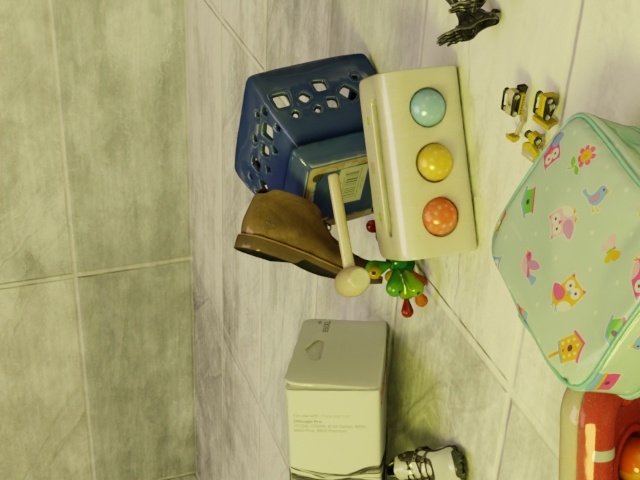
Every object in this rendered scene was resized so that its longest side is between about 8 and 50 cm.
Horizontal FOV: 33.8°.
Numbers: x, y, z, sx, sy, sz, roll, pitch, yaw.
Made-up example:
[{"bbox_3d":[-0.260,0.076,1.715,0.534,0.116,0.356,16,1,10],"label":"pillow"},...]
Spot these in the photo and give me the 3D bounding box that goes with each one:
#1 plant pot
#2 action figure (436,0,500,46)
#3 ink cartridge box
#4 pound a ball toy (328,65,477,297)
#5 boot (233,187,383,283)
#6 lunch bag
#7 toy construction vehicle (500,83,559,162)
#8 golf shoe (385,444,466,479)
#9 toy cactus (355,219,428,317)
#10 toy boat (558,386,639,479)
[{"bbox_3d":[0.002,-0.157,1.832,0.212,0.235,0.236,60,153,33],"label":"plant pot"},{"bbox_3d":[0.149,-0.409,1.405,0.164,0.140,0.276,96,159,-68],"label":"action figure"},{"bbox_3d":[0.037,0.375,1.905,0.285,0.166,0.395,-75,-16,-69],"label":"ink cartridge box"},{"bbox_3d":[0.116,-0.084,1.539,0.135,0.208,0.319,-177,80,-71],"label":"pound a ball toy"},{"bbox_3d":[0.000,0.000,1.735,0.112,0.305,0.115,3,76,48],"label":"boot"},{"bbox_3d":[0.298,0.010,1.076,0.224,0.107,0.279,-60,29,28],"label":"lunch bag"},{"bbox_3d":[0.268,-0.155,1.334,0.086,0.035,0.098,44,143,45],"label":"toy construction vehicle"},{"bbox_3d":[0.175,0.385,1.758,0.198,0.093,0.077,144,117,-68],"label":"golf shoe"},{"bbox_3d":[0.120,0.015,1.722,0.219,0.112,0.181,50,-139,-49],"label":"toy cactus"},{"bbox_3d":[0.350,0.242,1.137,0.151,0.151,0.231,11,111,40],"label":"toy boat"}]
